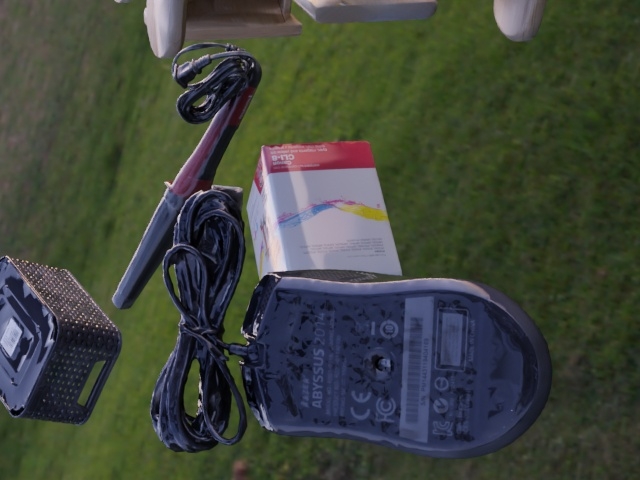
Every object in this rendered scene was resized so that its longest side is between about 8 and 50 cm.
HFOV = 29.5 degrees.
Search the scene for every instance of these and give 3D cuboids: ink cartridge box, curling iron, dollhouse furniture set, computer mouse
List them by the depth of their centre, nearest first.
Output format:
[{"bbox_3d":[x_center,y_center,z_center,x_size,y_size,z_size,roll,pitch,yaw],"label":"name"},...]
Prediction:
[{"bbox_3d":[0.025,0.070,0.835,0.072,0.272,0.188,-5,-77,-73],"label":"computer mouse"},{"bbox_3d":[-0.118,-0.048,0.973,0.035,0.068,0.274,-100,30,-48],"label":"curling iron"},{"bbox_3d":[-0.034,-0.266,1.205,0.394,0.362,0.256,-128,38,-49],"label":"dollhouse furniture set"},{"bbox_3d":[0.000,0.000,1.335,0.128,0.127,0.176,110,152,-55],"label":"ink cartridge box"}]

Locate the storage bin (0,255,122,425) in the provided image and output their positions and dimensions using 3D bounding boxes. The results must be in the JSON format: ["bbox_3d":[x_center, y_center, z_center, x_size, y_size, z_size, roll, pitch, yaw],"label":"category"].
[{"bbox_3d":[-0.311,0.110,1.355,0.180,0.084,0.122,39,107,47],"label":"storage bin"}]
